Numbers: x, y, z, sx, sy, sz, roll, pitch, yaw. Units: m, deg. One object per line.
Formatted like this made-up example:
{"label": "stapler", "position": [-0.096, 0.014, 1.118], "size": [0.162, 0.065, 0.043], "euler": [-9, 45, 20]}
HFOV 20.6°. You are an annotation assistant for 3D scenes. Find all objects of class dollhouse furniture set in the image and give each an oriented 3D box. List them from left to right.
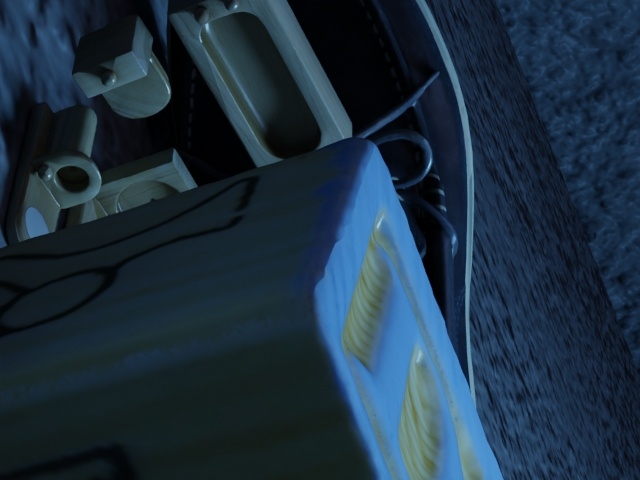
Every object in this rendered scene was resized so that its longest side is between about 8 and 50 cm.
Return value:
{"label": "dollhouse furniture set", "position": [-0.070, -0.028, 0.870], "size": [0.123, 0.151, 0.144], "euler": [-88, 155, -50]}

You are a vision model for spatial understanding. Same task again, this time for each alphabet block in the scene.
{"label": "alphabet block", "position": [-0.048, 0.094, 0.728], "size": [0.192, 0.197, 0.193], "euler": [-65, 137, -67]}

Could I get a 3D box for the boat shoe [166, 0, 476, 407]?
{"label": "boat shoe", "position": [0.000, 0.000, 1.047], "size": [0.156, 0.187, 0.500], "euler": [43, 38, -74]}
